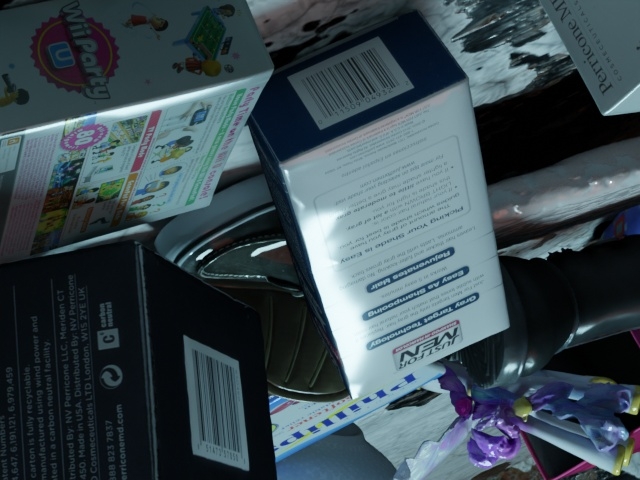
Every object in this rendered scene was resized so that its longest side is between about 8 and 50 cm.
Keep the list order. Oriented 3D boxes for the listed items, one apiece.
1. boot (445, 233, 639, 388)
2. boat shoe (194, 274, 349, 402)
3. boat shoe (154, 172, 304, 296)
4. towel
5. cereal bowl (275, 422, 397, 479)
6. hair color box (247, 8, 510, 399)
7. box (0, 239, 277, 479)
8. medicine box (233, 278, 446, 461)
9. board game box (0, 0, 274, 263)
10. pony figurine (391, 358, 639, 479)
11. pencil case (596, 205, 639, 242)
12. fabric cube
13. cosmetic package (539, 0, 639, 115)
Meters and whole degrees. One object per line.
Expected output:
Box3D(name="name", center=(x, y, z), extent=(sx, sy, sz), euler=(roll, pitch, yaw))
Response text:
Box3D(name="boot", center=(0.371, 0.058, 1.873), extent=(0.445, 0.146, 0.367), euler=(-6, -175, -5))
Box3D(name="boat shoe", center=(-0.101, 0.086, 1.686), extent=(0.307, 0.111, 0.104), euler=(23, 166, -29))
Box3D(name="boat shoe", center=(0.000, 0.000, 1.641), extent=(0.335, 0.119, 0.121), euler=(-12, 158, -35))
Box3D(name="towel", center=(0.267, -0.048, 1.858), extent=(0.331, 0.053, 0.317), euler=(-18, 174, -14))
Box3D(name="cereal bowl", center=(-0.038, 0.295, 2.208), extent=(0.339, 0.339, 0.141), euler=(6, 104, -58))
Box3D(name="hair color box", center=(0.055, -0.022, 1.483), extent=(0.173, 0.105, 0.347), euler=(-24, 140, -7))
Box3D(name="box", center=(-0.270, 0.161, 1.422), extent=(0.395, 0.212, 0.293), euler=(-11, 164, 14))
Box3D(name="medicine box", center=(-0.032, 0.134, 1.929), extent=(0.263, 0.149, 0.289), euler=(-29, 161, 13))
Box3D(name="board game box", center=(-0.209, -0.074, 1.207), extent=(0.303, 0.098, 0.224), euler=(-15, 161, -23))
Box3D(name="pony figurine", center=(0.232, 0.206, 2.206), extent=(0.363, 0.303, 0.351), euler=(15, 180, 14))
Box3D(name="pencil case", center=(0.450, -0.012, 2.187), extent=(0.133, 0.119, 0.306), euler=(-3, 158, -12))
Box3D(name="fabric cube", center=(0.432, 0.172, 2.465), extent=(0.258, 0.259, 0.254), euler=(-8, 155, -47))
Box3D(name="cosmetic package", center=(0.301, -0.216, 1.375), extent=(0.151, 0.151, 0.183), euler=(-8, 155, -40))
